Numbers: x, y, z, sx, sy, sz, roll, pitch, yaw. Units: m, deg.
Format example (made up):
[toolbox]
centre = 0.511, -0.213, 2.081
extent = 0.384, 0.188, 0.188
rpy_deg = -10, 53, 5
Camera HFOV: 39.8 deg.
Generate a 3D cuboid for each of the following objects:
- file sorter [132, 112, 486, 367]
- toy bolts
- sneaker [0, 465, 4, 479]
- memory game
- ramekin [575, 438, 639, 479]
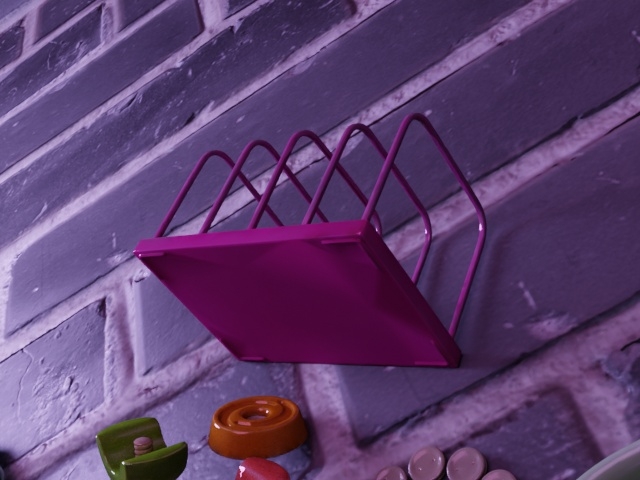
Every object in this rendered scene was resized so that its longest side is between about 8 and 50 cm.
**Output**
[file sorter]
centre = 0.000, 0.000, 0.933
extent = 0.291, 0.202, 0.182
rpy_deg = -4, 48, 37
[toy bolts]
centre = -0.087, 0.268, 0.841
extent = 0.218, 0.158, 0.228
rpy_deg = -11, 15, -28
[sneaker]
centre = -0.505, 0.349, 1.102
extent = 0.256, 0.094, 0.151
rpy_deg = -51, 42, -10
[memory game]
centre = 0.094, 0.260, 0.753
extent = 0.186, 0.012, 0.186
rpy_deg = -22, 42, 21
[ramekin]
centre = 0.263, 0.267, 0.496
extent = 0.303, 0.148, 0.303
rpy_deg = -22, 42, 22
